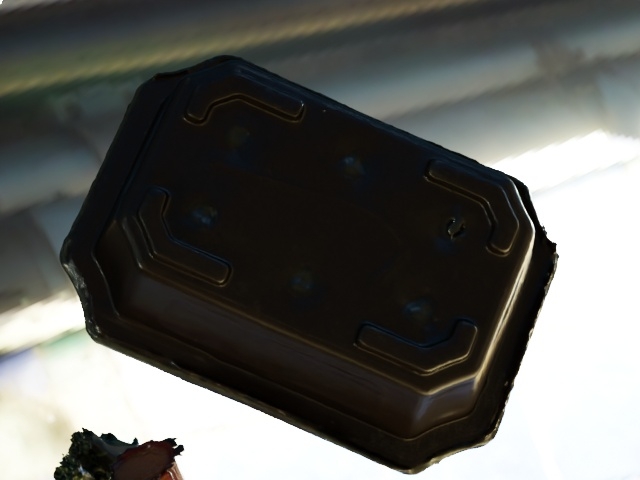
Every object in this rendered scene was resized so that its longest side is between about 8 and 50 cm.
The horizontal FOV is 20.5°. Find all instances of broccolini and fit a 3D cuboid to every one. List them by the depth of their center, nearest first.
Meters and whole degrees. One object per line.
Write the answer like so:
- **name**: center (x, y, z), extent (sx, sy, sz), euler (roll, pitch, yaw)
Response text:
- **broccolini**: center (-0.085, 0.224, 1.248), extent (0.071, 0.254, 0.057), euler (-50, 14, -14)

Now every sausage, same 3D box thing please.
- **sausage**: center (-0.080, 0.189, 1.075), extent (0.050, 0.145, 0.048), euler (-38, 29, -30)

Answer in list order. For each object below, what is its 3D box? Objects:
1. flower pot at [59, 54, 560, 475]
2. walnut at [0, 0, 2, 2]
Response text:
- **flower pot**: center (0.000, 0.000, 0.914), extent (0.084, 0.250, 0.179), euler (110, -176, -72)
- **walnut**: center (-0.274, -0.192, 1.076), extent (0.159, 0.159, 0.206), euler (-32, -23, 12)
